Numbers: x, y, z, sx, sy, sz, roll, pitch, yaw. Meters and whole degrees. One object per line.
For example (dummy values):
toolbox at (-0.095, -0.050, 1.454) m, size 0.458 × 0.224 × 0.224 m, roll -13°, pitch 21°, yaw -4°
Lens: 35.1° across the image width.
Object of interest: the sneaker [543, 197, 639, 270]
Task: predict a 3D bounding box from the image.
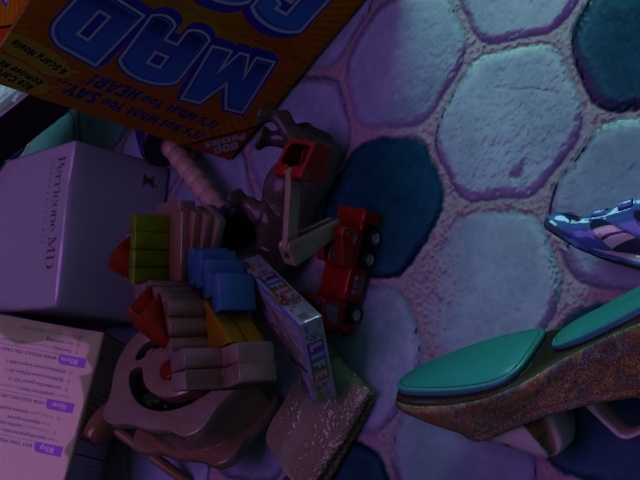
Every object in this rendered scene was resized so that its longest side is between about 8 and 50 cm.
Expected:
sneaker at (0.262, -0.008, 0.867) m, size 0.144 × 0.053 × 0.059 m, roll 17°, pitch 92°, yaw 39°

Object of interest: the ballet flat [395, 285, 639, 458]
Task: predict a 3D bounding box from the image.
ballet flat at (0.210, 0.121, 0.851) m, size 0.348 × 0.123 × 0.123 m, roll -28°, pitch 59°, yaw 40°

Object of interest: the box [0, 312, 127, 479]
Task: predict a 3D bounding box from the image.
box at (-0.391, 0.231, 1.335) m, size 0.213 × 0.117 × 0.243 m, roll 8°, pitch 74°, yaw 12°

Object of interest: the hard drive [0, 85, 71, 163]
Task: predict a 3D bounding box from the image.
hard drive at (-0.447, -0.212, 1.512) m, size 0.339 × 0.064 × 0.237 m, roll -35°, pitch 30°, yaw 9°

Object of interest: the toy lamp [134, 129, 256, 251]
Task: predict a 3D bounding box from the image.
toy lamp at (-0.173, -0.090, 1.320) m, size 0.080 × 0.080 × 0.275 m, roll -57°, pitch 45°, yaw 18°

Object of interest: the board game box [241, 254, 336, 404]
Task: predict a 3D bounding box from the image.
board game box at (-0.037, 0.093, 1.082) m, size 0.154 × 0.026 × 0.103 m, roll 41°, pitch 146°, yaw 53°

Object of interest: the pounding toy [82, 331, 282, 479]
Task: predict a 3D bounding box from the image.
pounding toy at (-0.158, 0.199, 1.230) m, size 0.269 × 0.155 × 0.154 m, roll 1°, pitch 51°, yaw 37°

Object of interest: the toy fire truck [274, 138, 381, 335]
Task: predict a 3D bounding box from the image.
toy fire truck at (0.000, 0.000, 1.073) m, size 0.047 × 0.135 × 0.192 m, roll 12°, pitch 87°, yaw 47°

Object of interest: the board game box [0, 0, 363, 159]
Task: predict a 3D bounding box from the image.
board game box at (-0.196, -0.380, 1.224) m, size 0.356 × 0.356 × 0.356 m, roll -47°, pitch 49°, yaw 26°

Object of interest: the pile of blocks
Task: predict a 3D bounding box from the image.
pile of blocks at (-0.165, 0.046, 1.129) m, size 0.362 × 0.112 × 0.149 m, roll 43°, pitch 125°, yaw 53°

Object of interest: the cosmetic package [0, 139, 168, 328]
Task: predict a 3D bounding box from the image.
cosmetic package at (-0.430, 0.012, 1.498) m, size 0.453 × 0.161 × 0.230 m, roll -9°, pitch 73°, yaw 44°

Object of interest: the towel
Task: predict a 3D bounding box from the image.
towel at (-0.004, 0.195, 1.101) m, size 0.110 × 0.027 × 0.148 m, roll 44°, pitch 110°, yaw 43°

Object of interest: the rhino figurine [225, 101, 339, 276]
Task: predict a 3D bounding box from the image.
rhino figurine at (-0.054, -0.028, 1.171) m, size 0.106 × 0.073 × 0.243 m, roll 20°, pitch 95°, yaw 7°
